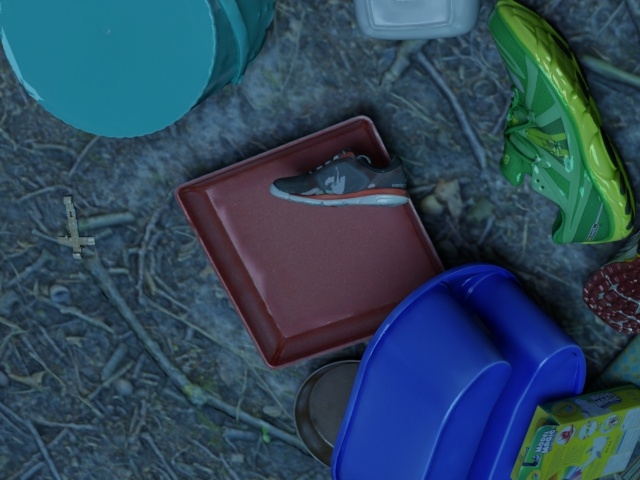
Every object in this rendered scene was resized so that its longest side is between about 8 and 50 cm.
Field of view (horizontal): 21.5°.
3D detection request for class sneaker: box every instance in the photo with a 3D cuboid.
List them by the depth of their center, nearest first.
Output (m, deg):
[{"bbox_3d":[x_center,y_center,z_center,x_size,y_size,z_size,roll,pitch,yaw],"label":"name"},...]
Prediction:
[{"bbox_3d":[0.238,-0.116,1.798,0.123,0.109,0.295,-20,109,18],"label":"sneaker"},{"bbox_3d":[0.372,0.022,1.846,0.088,0.093,0.225,43,136,4],"label":"sneaker"},{"bbox_3d":[0.022,-0.070,1.863,0.158,0.061,0.064,1,88,13],"label":"sneaker"}]

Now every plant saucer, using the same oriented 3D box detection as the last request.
[{"bbox_3d":[0.000,0.000,1.950,0.259,0.047,0.258,-20,109,23],"label":"plant saucer"},{"bbox_3d":[0.051,0.213,2.051,0.168,0.029,0.168,5,116,11],"label":"plant saucer"}]

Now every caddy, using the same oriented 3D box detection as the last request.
[{"bbox_3d":[0.144,0.187,1.898,0.179,0.241,0.341,42,127,38],"label":"caddy"}]

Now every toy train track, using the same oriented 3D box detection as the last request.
[{"bbox_3d":[-0.300,-0.014,2.038,0.048,0.014,0.083,0,115,14],"label":"toy train track"}]

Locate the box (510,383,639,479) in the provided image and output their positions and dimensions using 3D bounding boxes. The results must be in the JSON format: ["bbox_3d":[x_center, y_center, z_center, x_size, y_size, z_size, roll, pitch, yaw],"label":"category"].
[{"bbox_3d":[0.284,0.224,1.883,0.043,0.179,0.105,41,126,38],"label":"box"}]

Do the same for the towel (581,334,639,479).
[{"bbox_3d":[0.480,0.168,1.901,0.271,0.040,0.370,39,120,3],"label":"towel"}]

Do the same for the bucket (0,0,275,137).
[{"bbox_3d":[-0.198,-0.252,1.801,0.281,0.183,0.281,6,116,12],"label":"bucket"}]

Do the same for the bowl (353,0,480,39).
[{"bbox_3d":[0.097,-0.277,1.789,0.142,0.053,0.142,0,114,14],"label":"bowl"}]
